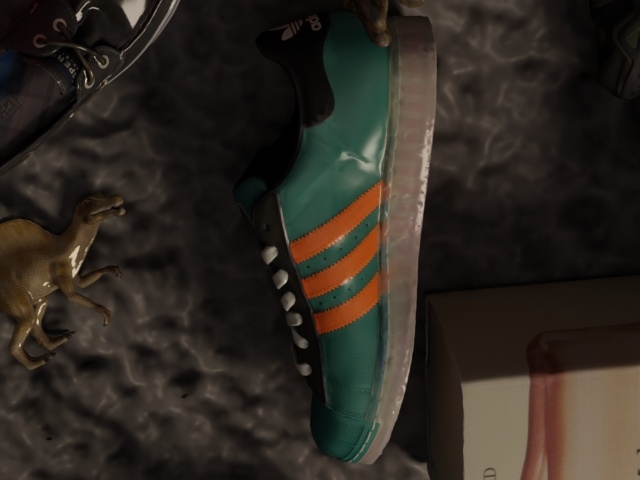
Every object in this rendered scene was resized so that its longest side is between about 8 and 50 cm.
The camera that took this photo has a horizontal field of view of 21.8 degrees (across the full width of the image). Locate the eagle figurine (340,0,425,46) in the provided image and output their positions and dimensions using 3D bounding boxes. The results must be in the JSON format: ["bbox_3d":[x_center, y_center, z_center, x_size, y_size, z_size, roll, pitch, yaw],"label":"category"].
[{"bbox_3d":[0.039,-0.265,0.895,0.226,0.225,0.298,14,119,-2],"label":"eagle figurine"}]

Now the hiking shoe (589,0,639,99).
[{"bbox_3d":[0.187,-0.194,1.035,0.086,0.114,0.227,-36,144,-32],"label":"hiking shoe"}]

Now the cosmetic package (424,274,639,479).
[{"bbox_3d":[0.227,0.115,1.142,0.296,0.129,0.153,-6,115,-5],"label":"cosmetic package"}]

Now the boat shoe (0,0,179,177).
[{"bbox_3d":[-0.167,-0.108,1.018,0.228,0.076,0.080,-39,113,10],"label":"boat shoe"}]

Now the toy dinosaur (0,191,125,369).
[{"bbox_3d":[-0.199,0.035,1.101,0.183,0.053,0.093,-30,99,-2],"label":"toy dinosaur"}]

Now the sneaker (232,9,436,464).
[{"bbox_3d":[0.000,0.000,1.079,0.121,0.108,0.302,2,105,-8],"label":"sneaker"}]
